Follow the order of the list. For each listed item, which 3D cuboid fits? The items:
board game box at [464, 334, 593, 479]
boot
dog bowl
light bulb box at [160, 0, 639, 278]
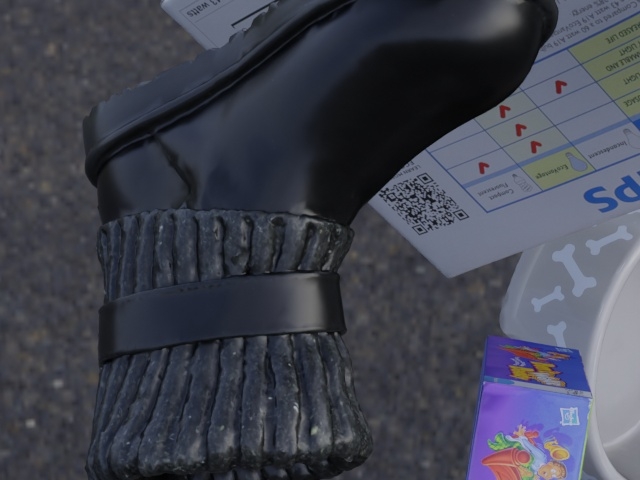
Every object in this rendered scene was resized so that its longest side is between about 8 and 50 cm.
[{"bbox_3d":[0.135,0.262,1.269,0.078,0.347,0.233,9,6,6],"label":"board game box"},{"bbox_3d":[0.002,0.002,0.984,0.348,0.131,0.260,-26,57,32],"label":"boot"},{"bbox_3d":[0.322,0.100,1.672,0.349,0.348,0.102,-30,31,-35],"label":"dog bowl"},{"bbox_3d":[0.139,-0.201,1.328,0.358,0.361,0.225,-22,36,41],"label":"light bulb box"}]
